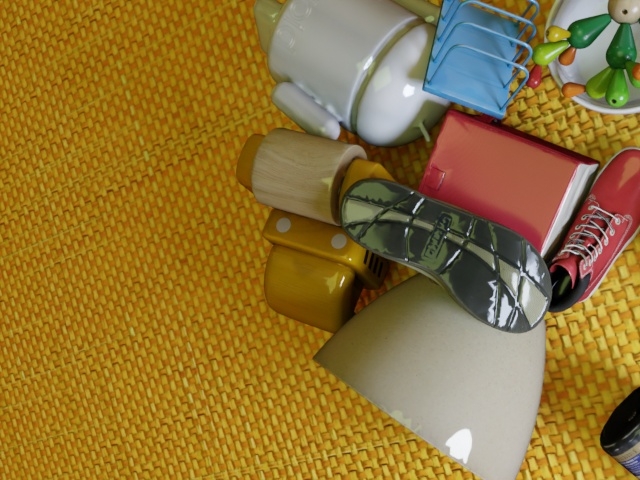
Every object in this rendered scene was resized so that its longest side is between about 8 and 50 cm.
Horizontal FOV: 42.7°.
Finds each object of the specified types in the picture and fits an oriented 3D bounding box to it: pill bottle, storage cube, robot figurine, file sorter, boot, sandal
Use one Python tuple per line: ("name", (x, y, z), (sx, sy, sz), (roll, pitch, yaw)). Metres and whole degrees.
("pill bottle", (0.500, 0.303, 1.100), (0.219, 0.123, 0.123), (40, 111, 6))
("storage cube", (0.261, -0.064, 1.169), (0.193, 0.184, 0.215), (27, 106, 23))
("robot figurine", (0.060, -0.273, 1.246), (0.353, 0.200, 0.300), (35, 74, 20))
("file sorter", (0.223, -0.276, 1.103), (0.118, 0.104, 0.170), (19, 63, -6))
("boot", (0.378, -0.014, 1.117), (0.088, 0.176, 0.244), (30, 106, 23))
("sandal", (0.167, 0.009, 1.068), (0.303, 0.086, 0.120), (32, 92, 3))

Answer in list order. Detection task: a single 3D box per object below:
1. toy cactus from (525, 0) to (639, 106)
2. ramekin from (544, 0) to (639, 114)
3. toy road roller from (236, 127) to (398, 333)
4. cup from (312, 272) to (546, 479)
("toy cactus", (0.374, -0.260, 1.028), (0.219, 0.112, 0.180), (9, 88, 36))
("ramekin", (0.418, -0.274, 1.113), (0.207, 0.109, 0.207), (3, 96, 27))
("toy road roller", (0.000, 0.000, 1.233), (0.203, 0.329, 0.240), (16, 78, 25))
("cup", (0.189, 0.169, 1.180), (0.331, 0.331, 0.237), (33, 84, 21))
